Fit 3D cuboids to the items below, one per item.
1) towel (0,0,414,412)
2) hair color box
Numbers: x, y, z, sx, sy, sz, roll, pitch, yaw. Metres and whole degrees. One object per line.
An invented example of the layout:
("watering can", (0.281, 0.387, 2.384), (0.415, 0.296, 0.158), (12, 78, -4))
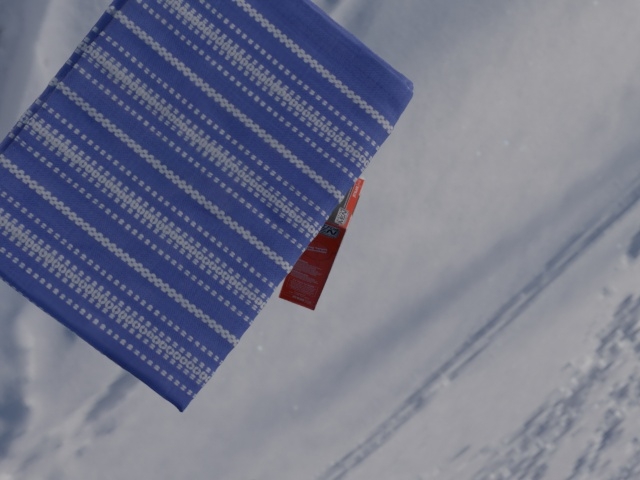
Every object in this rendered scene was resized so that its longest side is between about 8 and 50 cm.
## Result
("towel", (-0.105, -0.069, 0.937), (0.336, 0.243, 0.040), (-54, -171, -11))
("hair color box", (0.000, 0.000, 1.181), (0.141, 0.043, 0.072), (109, 1, -51))
